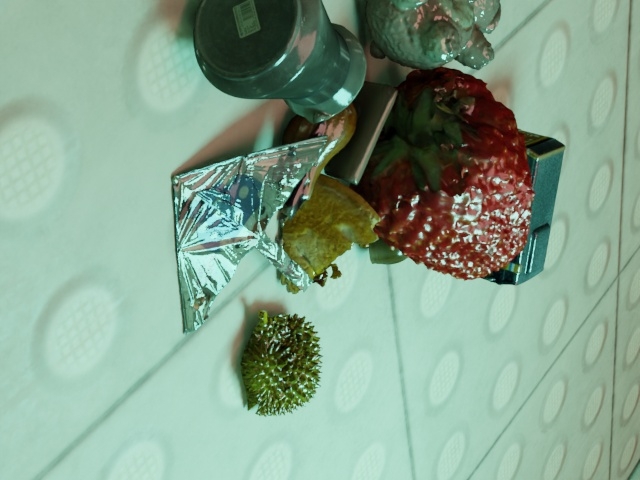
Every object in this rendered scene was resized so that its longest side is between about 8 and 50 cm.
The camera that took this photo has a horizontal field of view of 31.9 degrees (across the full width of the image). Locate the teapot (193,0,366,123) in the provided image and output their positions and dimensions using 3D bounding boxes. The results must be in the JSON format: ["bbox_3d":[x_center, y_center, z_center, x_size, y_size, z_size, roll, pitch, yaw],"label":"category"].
[{"bbox_3d":[-0.046,-0.256,1.402,0.225,0.171,0.203,18,61,-65],"label":"teapot"}]

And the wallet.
[{"bbox_3d":[0.054,-0.160,1.637,0.038,0.118,0.153,21,92,-21],"label":"wallet"}]

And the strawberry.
[{"bbox_3d":[0.220,-0.092,1.752,0.351,0.267,0.312,45,57,-37],"label":"strawberry"}]

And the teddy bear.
[{"bbox_3d":[0.182,-0.359,1.676,0.267,0.151,0.236,-38,104,-34],"label":"teddy bear"}]

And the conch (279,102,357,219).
[{"bbox_3d":[-0.001,-0.148,1.573,0.086,0.080,0.233,38,65,-19],"label":"conch"}]

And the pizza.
[{"bbox_3d":[-0.001,-0.001,1.649,0.194,0.154,0.069,-63,174,28],"label":"pizza"}]

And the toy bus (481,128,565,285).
[{"bbox_3d":[0.344,-0.062,2.072,0.138,0.167,0.275,-21,124,-51],"label":"toy bus"}]

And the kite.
[{"bbox_3d":[-0.094,-0.013,1.517,0.335,0.011,0.314,-53,135,-2],"label":"kite"}]

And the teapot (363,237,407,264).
[{"bbox_3d":[0.113,0.003,1.856,0.110,0.080,0.085,49,44,-70],"label":"teapot"}]

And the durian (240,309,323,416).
[{"bbox_3d":[-0.051,0.174,1.664,0.146,0.102,0.208,-42,135,-29],"label":"durian"}]
